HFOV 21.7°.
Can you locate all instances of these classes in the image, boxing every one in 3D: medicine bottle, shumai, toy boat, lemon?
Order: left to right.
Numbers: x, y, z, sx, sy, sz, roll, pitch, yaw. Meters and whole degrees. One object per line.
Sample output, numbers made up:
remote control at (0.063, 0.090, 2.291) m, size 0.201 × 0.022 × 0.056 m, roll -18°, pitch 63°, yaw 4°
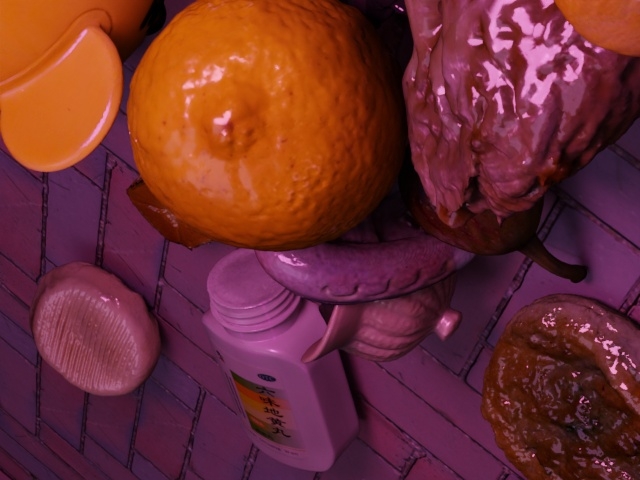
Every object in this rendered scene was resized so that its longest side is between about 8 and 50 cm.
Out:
lemon at (-0.043, -0.113, 1.524) m, size 0.253 × 0.253 × 0.310 m, roll 36°, pitch -168°, yaw 14°
medicine bottle at (-0.057, 0.153, 2.169) m, size 0.179 × 0.124 × 0.324 m, roll 24°, pitch 145°, yaw 32°
toy boat at (0.044, -0.018, 1.670) m, size 0.085 × 0.227 × 0.155 m, roll 96°, pitch 161°, yaw -64°
shumai at (0.131, -0.186, 1.346) m, size 0.283 × 0.217 × 0.346 m, roll 47°, pitch 155°, yaw -8°

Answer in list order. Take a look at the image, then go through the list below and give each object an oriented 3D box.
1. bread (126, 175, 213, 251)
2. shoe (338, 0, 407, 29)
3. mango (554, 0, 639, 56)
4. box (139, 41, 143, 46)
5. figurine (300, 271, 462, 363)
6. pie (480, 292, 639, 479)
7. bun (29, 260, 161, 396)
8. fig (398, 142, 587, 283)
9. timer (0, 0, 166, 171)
bread at (-0.168, -0.050, 2.090) m, size 0.128 × 0.069 × 0.140 m, roll 48°, pitch 149°, yaw -11°
shoe at (0.056, -0.243, 1.530) m, size 0.099 × 0.071 × 0.169 m, roll 38°, pitch 156°, yaw 6°
mango at (0.265, -0.260, 1.085) m, size 0.195 × 0.142 × 0.331 m, roll 55°, pitch 126°, yaw 28°
box at (-0.288, -0.233, 1.926) m, size 0.151 × 0.135 × 0.151 m, roll 31°, pitch 153°, yaw 18°
figurine at (0.021, -0.020, 1.814) m, size 0.185 × 0.204 × 0.332 m, roll 91°, pitch 156°, yaw -67°
pie at (0.278, 0.188, 1.747) m, size 0.277 × 0.078 × 0.277 m, roll 21°, pitch 122°, yaw 38°
bun at (-0.328, 0.123, 2.499) m, size 0.222 × 0.127 × 0.222 m, roll 9°, pitch 118°, yaw 17°
fig at (0.182, -0.020, 1.618) m, size 0.245 × 0.149 × 0.149 m, roll 42°, pitch 155°, yaw -24°
timer at (-0.277, -0.278, 1.624) m, size 0.387 × 0.376 × 0.376 m, roll 26°, pitch 147°, yaw 32°
